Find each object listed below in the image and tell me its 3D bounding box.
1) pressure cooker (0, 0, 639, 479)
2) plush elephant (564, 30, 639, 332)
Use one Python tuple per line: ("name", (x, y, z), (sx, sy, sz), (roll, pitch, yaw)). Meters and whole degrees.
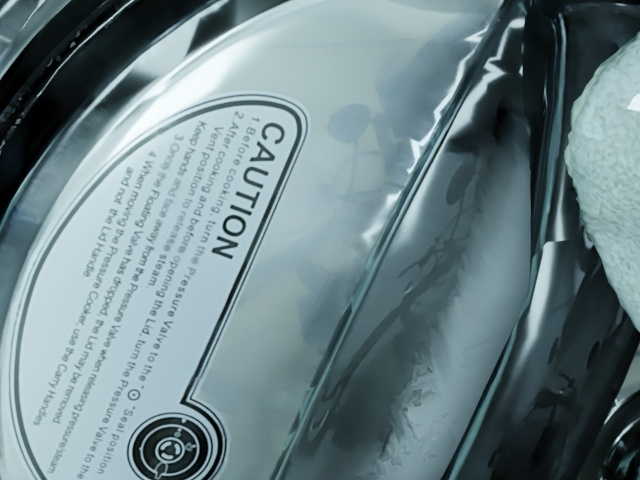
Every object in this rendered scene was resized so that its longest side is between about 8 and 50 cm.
("pressure cooker", (0.006, 0.000, 0.756), (0.420, 0.375, 0.370), (-126, 15, -61))
("plush elephant", (0.189, -0.091, 0.452), (0.272, 0.330, 0.255), (-20, 84, 60))
